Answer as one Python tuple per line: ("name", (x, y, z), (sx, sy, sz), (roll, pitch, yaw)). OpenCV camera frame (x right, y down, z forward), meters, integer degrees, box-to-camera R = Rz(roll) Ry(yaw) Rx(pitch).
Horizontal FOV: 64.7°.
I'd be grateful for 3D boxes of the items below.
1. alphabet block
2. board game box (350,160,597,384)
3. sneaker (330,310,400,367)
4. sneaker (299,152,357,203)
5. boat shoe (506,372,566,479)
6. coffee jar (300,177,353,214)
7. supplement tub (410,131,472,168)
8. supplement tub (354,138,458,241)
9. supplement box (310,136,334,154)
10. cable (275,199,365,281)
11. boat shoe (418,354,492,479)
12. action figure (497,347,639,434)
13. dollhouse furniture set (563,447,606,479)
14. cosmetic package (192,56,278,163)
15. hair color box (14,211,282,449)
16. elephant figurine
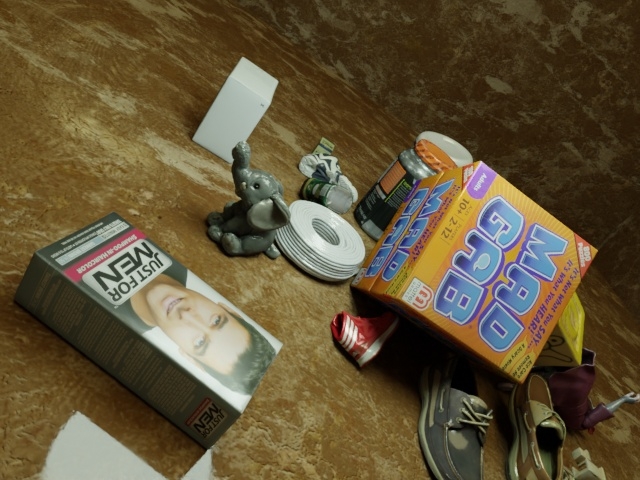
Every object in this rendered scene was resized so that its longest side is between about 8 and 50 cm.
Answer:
("alphabet block", (0.596, 0.220, 1.399), (0.192, 0.197, 0.193), (52, 46, -30))
("board game box", (0.353, 0.072, 1.259), (0.356, 0.356, 0.356), (34, -8, -10))
("sneaker", (0.107, 0.197, 1.210), (0.128, 0.087, 0.221), (44, 26, 5))
("sneaker", (0.051, -0.229, 1.766), (0.235, 0.094, 0.153), (33, 35, 9))
("boat shoe", (0.536, 0.462, 1.221), (0.122, 0.120, 0.324), (31, 44, -7))
("coffee jar", (0.013, -0.138, 1.532), (0.096, 0.079, 0.184), (25, 2, -31))
("supplement tub", (0.405, -0.228, 1.928), (0.228, 0.316, 0.228), (18, 35, -13))
("supplement tub", (0.287, -0.158, 1.687), (0.207, 0.338, 0.207), (30, 29, -19))
("supplement box", (0.003, -0.324, 1.862), (0.056, 0.083, 0.083), (33, 29, -9))
("cable", (0.000, 0.000, 1.366), (0.257, 0.089, 0.257), (45, 28, 10))
("boat shoe", (0.299, 0.385, 1.112), (0.132, 0.130, 0.355), (31, 28, -16))
("action figure", (0.731, 0.464, 1.471), (0.276, 0.248, 0.370), (-43, 115, -23))
("dollhouse furniture set", (0.609, 0.548, 1.217), (0.101, 0.161, 0.182), (39, 28, -1))
("cosmetic package", (-0.248, -0.387, 1.494), (0.138, 0.224, 0.225), (30, 28, -18))
("hair color box", (-0.262, 0.134, 0.817), (0.374, 0.113, 0.185), (39, 27, -2))
("elephant figurine", (-0.141, -0.084, 1.152), (0.169, 0.239, 0.186), (48, 28, 17))
